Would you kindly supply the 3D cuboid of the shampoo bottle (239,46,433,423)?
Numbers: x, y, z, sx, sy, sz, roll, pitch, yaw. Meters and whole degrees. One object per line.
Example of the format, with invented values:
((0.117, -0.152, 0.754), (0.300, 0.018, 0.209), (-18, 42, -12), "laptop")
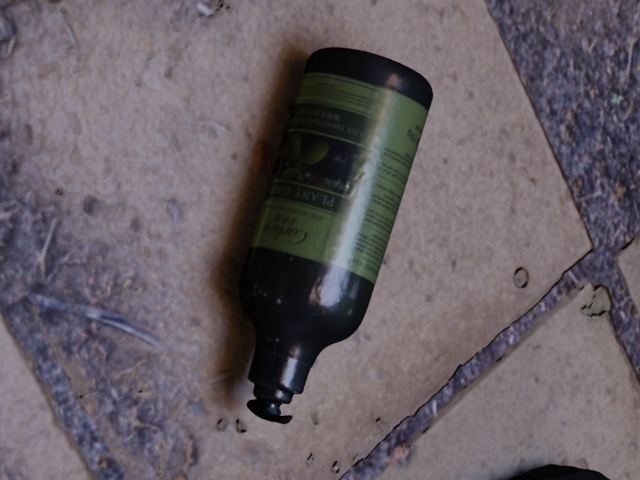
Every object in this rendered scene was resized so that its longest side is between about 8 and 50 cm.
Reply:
((0.000, 0.000, 1.437), (0.101, 0.101, 0.284), (23, 80, -36), "shampoo bottle")

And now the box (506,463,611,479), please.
((0.130, 0.387, 1.573), (0.359, 0.091, 0.350), (-16, 103, -37), "box")
